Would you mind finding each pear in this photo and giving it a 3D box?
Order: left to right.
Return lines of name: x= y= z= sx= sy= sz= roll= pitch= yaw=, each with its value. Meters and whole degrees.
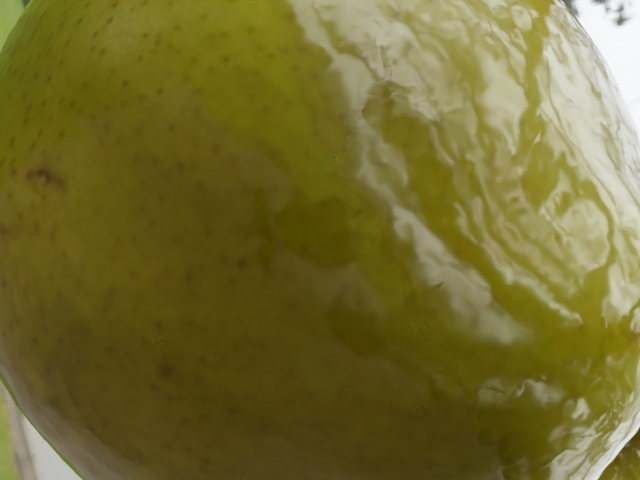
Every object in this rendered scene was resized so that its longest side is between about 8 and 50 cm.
pear: x=0.000 y=0.000 z=0.675 sx=0.418 sy=0.362 sz=0.362 roll=37 pitch=-26 yaw=26
